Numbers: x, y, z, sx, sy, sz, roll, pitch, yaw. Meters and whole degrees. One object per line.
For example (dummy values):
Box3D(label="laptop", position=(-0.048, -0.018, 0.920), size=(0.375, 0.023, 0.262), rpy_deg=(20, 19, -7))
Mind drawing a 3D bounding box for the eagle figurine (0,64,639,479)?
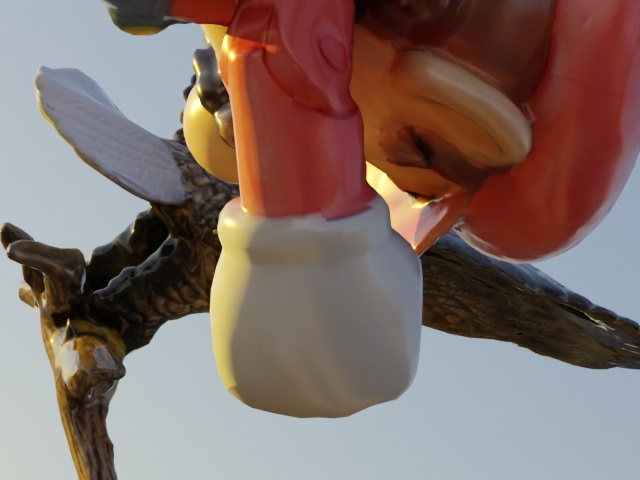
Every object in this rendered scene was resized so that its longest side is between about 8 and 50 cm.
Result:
Box3D(label="eagle figurine", position=(0.000, 0.004, 0.963), size=(0.225, 0.298, 0.226), rpy_deg=(118, -46, -78))

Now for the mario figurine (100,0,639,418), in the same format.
Box3D(label="mario figurine", position=(-0.044, -0.076, 0.509), size=(0.320, 0.198, 0.170), rpy_deg=(34, -14, -36))
